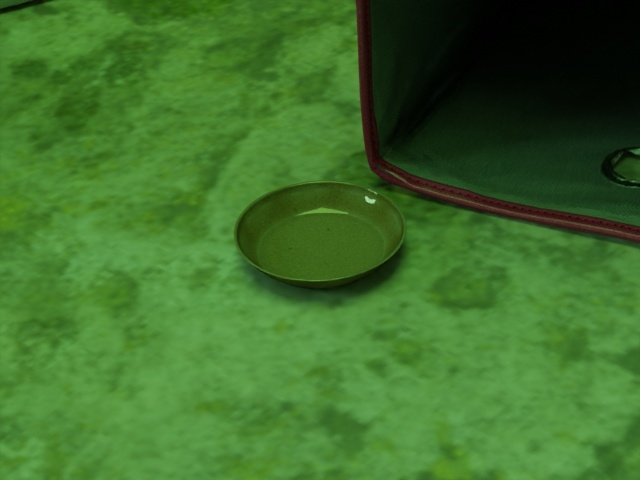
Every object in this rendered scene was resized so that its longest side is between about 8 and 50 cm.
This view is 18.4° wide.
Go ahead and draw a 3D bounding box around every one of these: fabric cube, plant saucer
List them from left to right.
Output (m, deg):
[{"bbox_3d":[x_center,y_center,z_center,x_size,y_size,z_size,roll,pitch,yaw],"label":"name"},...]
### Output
[{"bbox_3d":[0.000,0.000,0.953,0.083,0.015,0.083,-2,36,1],"label":"plant saucer"},{"bbox_3d":[0.181,-0.174,0.975,0.254,0.259,0.258,13,37,22],"label":"fabric cube"}]

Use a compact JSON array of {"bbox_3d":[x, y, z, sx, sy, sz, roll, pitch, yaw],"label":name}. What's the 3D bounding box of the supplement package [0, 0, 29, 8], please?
[{"bbox_3d":[-0.253,-0.190,1.160,0.179,0.105,0.105,-18,38,-18],"label":"supplement package"}]
